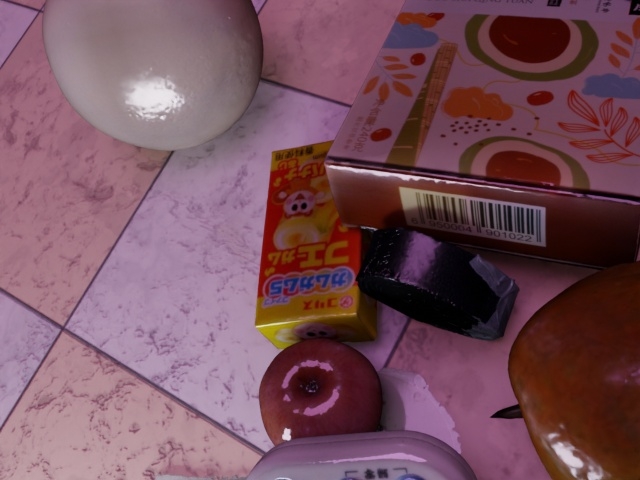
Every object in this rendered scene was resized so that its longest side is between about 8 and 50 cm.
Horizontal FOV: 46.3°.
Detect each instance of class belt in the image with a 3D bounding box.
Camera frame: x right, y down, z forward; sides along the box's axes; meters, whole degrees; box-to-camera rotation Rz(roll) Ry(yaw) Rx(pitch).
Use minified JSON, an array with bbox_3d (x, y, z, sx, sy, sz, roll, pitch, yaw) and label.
[{"bbox_3d":[0.143,0.054,0.878,0.151,0.198,0.078,-8,58,62],"label":"belt"}]

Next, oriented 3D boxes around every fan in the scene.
[{"bbox_3d":[-0.029,0.288,0.934,0.414,0.012,0.233,-15,61,14],"label":"fan"}]

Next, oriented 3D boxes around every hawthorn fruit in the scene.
[{"bbox_3d":[0.308,0.148,0.715,0.300,0.268,0.268,-13,63,17],"label":"hawthorn fruit"}]

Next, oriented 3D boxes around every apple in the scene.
[{"bbox_3d":[-0.001,0.189,0.897,0.153,0.120,0.153,-9,59,15],"label":"apple"}]

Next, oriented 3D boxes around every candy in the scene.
[{"bbox_3d":[0.000,0.000,0.997,0.146,0.088,0.276,-7,59,19],"label":"candy"}]

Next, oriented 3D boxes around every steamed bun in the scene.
[{"bbox_3d":[-0.244,-0.282,1.100,0.324,0.324,0.206,-19,29,13],"label":"steamed bun"}]

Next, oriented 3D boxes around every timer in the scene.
[{"bbox_3d":[0.048,0.321,0.797,0.261,0.087,0.237,-9,99,18],"label":"timer"}]

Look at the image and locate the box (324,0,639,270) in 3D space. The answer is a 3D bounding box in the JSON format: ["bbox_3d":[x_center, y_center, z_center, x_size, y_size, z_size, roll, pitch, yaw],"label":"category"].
[{"bbox_3d":[0.236,-0.171,0.916,0.344,0.122,0.385,10,56,24],"label":"box"}]
